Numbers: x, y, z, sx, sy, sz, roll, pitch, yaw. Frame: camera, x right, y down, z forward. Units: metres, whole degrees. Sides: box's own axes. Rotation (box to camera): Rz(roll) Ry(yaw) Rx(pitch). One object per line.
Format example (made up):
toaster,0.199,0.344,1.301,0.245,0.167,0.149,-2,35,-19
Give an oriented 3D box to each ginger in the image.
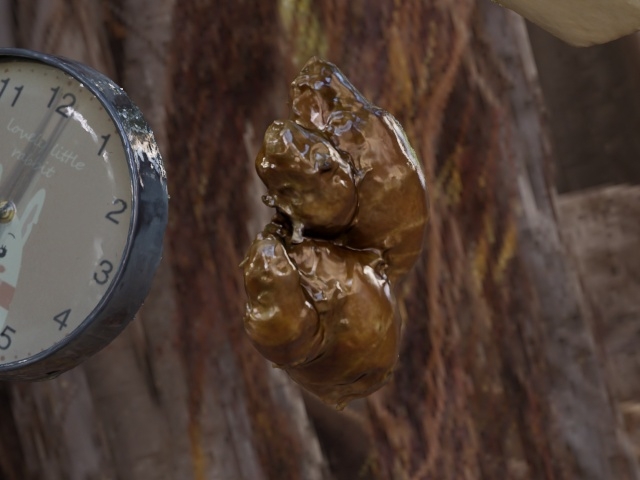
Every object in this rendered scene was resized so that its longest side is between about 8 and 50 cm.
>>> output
ginger,0.002,-0.010,1.626,0.152,0.358,0.274,4,-12,37

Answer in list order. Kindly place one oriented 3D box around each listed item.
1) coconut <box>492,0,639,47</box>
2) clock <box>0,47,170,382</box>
coconut,0.202,-0.313,1.225,0.322,0.323,0.323,-14,1,0
clock,-0.358,-0.032,1.743,0.386,0.386,0.076,-14,-10,18
